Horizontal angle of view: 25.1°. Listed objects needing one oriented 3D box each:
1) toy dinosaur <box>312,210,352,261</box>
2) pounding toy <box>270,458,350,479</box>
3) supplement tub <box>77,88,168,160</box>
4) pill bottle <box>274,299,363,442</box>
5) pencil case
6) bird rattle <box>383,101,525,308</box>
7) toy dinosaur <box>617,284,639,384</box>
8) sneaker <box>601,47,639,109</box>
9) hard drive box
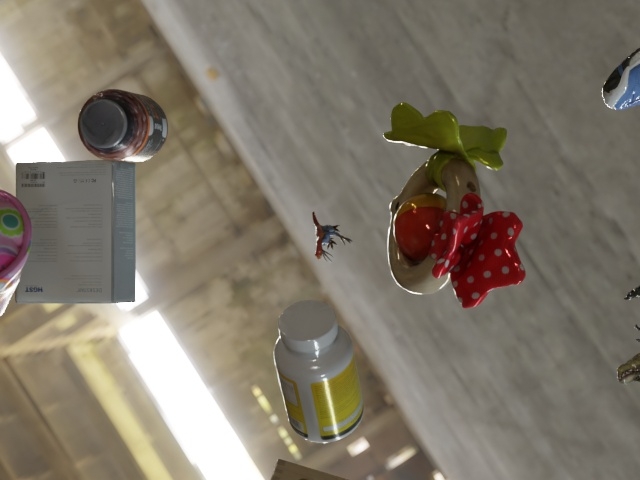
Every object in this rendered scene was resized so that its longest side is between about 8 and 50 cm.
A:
[{"bbox_3d":[0.000,0.000,2.008,0.090,0.047,0.082,31,-165,21],"label":"toy dinosaur"},{"bbox_3d":[0.002,0.345,1.813,0.130,0.141,0.100,100,-172,-49],"label":"pounding toy"},{"bbox_3d":[-0.292,-0.167,2.102,0.106,0.106,0.198,57,-173,1],"label":"supplement tub"},{"bbox_3d":[-0.004,0.167,1.857,0.103,0.103,0.184,-126,19,-46],"label":"pill bottle"},{"bbox_3d":[-0.357,0.049,1.355,0.124,0.124,0.284,57,147,12],"label":"pencil case"},{"bbox_3d":[0.146,-0.022,1.632,0.207,0.143,0.254,-51,41,48],"label":"bird rattle"},{"bbox_3d":[0.529,0.100,2.127,0.118,0.268,0.064,52,-171,3],"label":"toy dinosaur"},{"bbox_3d":[0.352,-0.153,1.262,0.080,0.211,0.081,57,-165,-79],"label":"sneaker"},{"bbox_3d":[-0.400,-0.013,2.348,0.089,0.181,0.232,4,-94,-73],"label":"hard drive box"}]
